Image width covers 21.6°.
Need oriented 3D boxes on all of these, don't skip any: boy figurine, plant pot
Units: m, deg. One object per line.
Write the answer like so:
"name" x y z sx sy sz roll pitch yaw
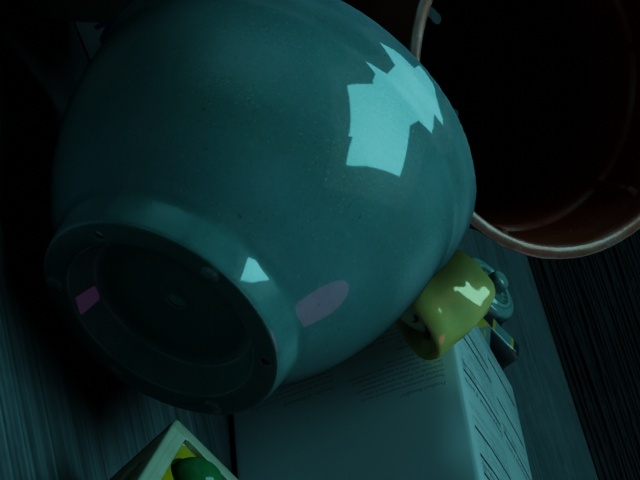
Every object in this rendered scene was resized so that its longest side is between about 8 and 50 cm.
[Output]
"boy figurine" 0.000 0.000 1.334 0.092 0.285 0.177 -56 174 -27
"plant pot" -0.065 -0.009 1.134 0.293 0.293 0.196 61 42 -31
"plant pot" 0.116 -0.130 1.342 0.265 0.272 0.272 8 -53 60

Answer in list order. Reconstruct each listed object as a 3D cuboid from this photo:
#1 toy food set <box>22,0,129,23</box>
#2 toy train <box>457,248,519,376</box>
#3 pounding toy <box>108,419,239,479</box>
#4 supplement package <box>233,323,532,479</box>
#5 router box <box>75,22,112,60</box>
"toy food set" -0.143 -0.234 1.167 0.306 0.220 0.092 38 61 -64
"toy train" 0.072 0.045 1.688 0.334 0.142 0.190 46 28 -18
"pounding toy" -0.056 0.230 0.984 0.206 0.094 0.181 46 17 -5
"supplement package" 0.059 0.200 1.384 0.262 0.199 0.198 -97 161 -45
"router box" -0.103 -0.348 1.340 0.335 0.301 0.082 68 19 -3
